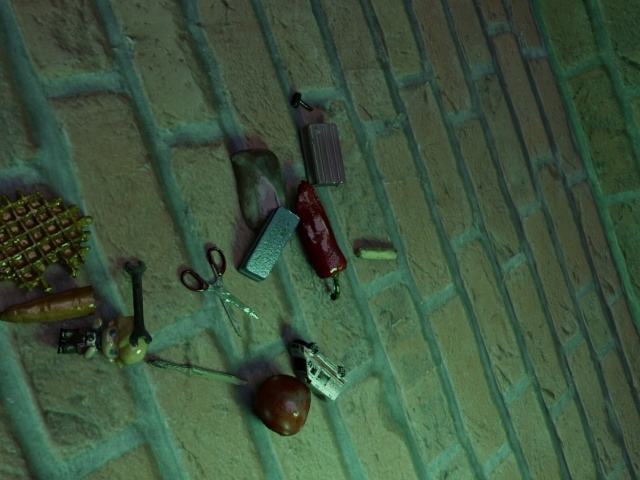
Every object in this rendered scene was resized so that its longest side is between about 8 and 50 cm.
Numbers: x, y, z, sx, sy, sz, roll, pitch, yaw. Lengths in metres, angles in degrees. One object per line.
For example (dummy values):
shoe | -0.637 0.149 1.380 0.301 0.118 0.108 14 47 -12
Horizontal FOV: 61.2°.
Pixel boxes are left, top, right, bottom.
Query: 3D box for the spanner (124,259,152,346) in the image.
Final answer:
spanner | -0.437 0.145 1.293 0.054 0.015 0.254 11 43 -33

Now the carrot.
carrot | -0.617 0.151 1.213 0.205 0.072 0.072 -7 85 -32

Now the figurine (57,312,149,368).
figurine | -0.500 0.231 1.259 0.196 0.108 0.114 10 58 -28

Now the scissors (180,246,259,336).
scissors | -0.266 0.149 1.497 0.144 0.017 0.247 -45 109 -33

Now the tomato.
tomato | -0.097 0.446 1.480 0.167 0.167 0.167 8 76 -35

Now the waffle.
waffle | -0.646 0.001 1.226 0.231 0.051 0.228 21 70 -31

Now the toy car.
toy car | -0.018 0.380 1.589 0.209 0.089 0.108 46 63 -24

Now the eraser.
eraser | -0.148 0.012 1.549 0.082 0.036 0.225 33 84 -30

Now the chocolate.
chocolate | -0.159 -0.155 1.594 0.157 0.080 0.254 -11 87 -37

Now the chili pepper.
chili pepper | 0.000 0.000 1.665 0.110 0.110 0.387 -23 92 -37

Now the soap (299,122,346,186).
soap | 0.007 -0.276 1.749 0.122 0.065 0.203 -6 84 -37

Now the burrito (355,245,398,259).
burrito | 0.194 0.041 1.843 0.185 0.041 0.045 5 120 -36

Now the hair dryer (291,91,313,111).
hair dryer | -0.057 -0.443 1.765 0.083 0.026 0.047 27 68 -37

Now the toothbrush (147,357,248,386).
toothbrush | -0.313 0.348 1.419 0.294 0.028 0.026 24 68 -36
